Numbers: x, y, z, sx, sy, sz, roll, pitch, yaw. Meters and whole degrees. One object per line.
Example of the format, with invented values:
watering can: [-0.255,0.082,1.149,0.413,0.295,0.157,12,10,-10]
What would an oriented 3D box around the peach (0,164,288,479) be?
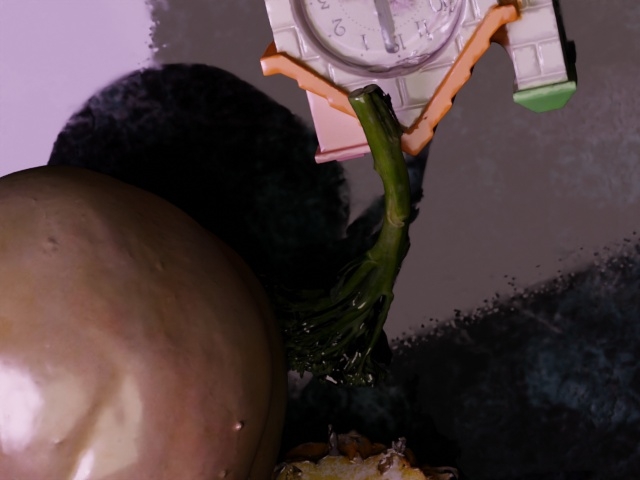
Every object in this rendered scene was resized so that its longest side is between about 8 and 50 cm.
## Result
peach: [-0.147,0.096,1.144,0.247,0.292,0.292,-15,105,4]

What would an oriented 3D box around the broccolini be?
broccolini: [0.002,-0.006,1.197,0.123,0.062,0.272,10,131,3]

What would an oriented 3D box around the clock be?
clock: [0.044,-0.186,1.146,0.219,0.106,0.255,-12,105,11]

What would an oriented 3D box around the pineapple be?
pineapple: [0.010,0.223,1.283,0.221,0.047,0.221,-7,120,-12]

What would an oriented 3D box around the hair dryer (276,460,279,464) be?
hair dryer: [-0.043,0.174,1.300,0.114,0.063,0.037,38,111,-21]
